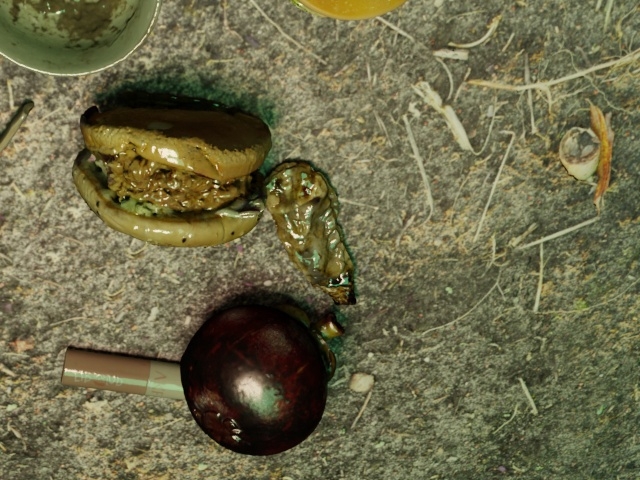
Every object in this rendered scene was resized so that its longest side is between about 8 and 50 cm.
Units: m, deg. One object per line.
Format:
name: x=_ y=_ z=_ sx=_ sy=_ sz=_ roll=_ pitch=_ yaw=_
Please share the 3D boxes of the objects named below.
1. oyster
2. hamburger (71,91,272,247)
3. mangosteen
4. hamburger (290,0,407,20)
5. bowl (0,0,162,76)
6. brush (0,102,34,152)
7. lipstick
oyster: x=-0.003 y=0.001 z=1.781 sx=0.128 sy=0.079 sz=0.345 roll=-26 pitch=123 yaw=-1
hamburger: x=-0.233 y=-0.113 z=1.544 sx=0.317 sy=0.277 sz=0.195 roll=9 pitch=114 yaw=-10
mangosteen: x=-0.117 y=0.247 z=1.820 sx=0.297 sy=0.293 sz=0.297 roll=10 pitch=147 yaw=6
hamburger: x=0.037 y=-0.463 z=1.393 sx=0.300 sy=0.176 sz=0.300 roll=-4 pitch=124 yaw=-6
bowl: x=-0.368 y=-0.394 z=1.393 sx=0.289 sy=0.146 sz=0.289 roll=-3 pitch=125 yaw=-5
brush: x=-0.581 y=-0.113 z=1.609 sx=0.050 sy=0.060 sz=0.321 roll=38 pitch=112 yaw=-18
lipstick: x=-0.371 y=0.263 z=1.896 sx=0.254 sy=0.070 sz=0.070 roll=10 pitch=122 yaw=-16
